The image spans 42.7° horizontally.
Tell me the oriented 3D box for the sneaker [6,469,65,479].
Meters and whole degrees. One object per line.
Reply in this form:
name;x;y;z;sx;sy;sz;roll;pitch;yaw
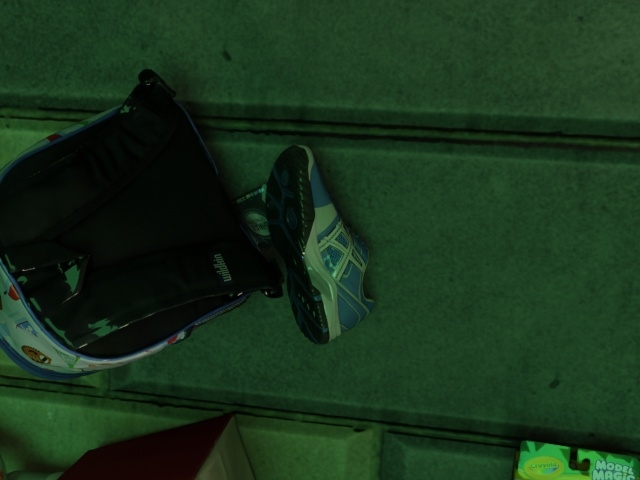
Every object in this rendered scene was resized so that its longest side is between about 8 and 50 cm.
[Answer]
sneaker;-0.368;0.389;1.008;0.111;0.103;0.252;16;94;10

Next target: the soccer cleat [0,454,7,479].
soccer cleat;-0.437;0.266;0.990;0.196;0.068;0.076;34;120;35

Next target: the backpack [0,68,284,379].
backpack;-0.218;0.005;0.816;0.213;0.263;0.276;-31;90;39

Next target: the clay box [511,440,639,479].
clay box;0.264;0.318;0.879;0.128;0.053;0.221;7;101;12

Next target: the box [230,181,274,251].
box;-0.079;-0.018;0.911;0.083;0.018;0.067;-24;94;15

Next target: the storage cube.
storage cube;-0.176;0.325;0.896;0.193;0.215;0.183;-16;96;8

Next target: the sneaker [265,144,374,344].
sneaker;0.000;0.000;0.870;0.081;0.080;0.211;-18;104;-29
